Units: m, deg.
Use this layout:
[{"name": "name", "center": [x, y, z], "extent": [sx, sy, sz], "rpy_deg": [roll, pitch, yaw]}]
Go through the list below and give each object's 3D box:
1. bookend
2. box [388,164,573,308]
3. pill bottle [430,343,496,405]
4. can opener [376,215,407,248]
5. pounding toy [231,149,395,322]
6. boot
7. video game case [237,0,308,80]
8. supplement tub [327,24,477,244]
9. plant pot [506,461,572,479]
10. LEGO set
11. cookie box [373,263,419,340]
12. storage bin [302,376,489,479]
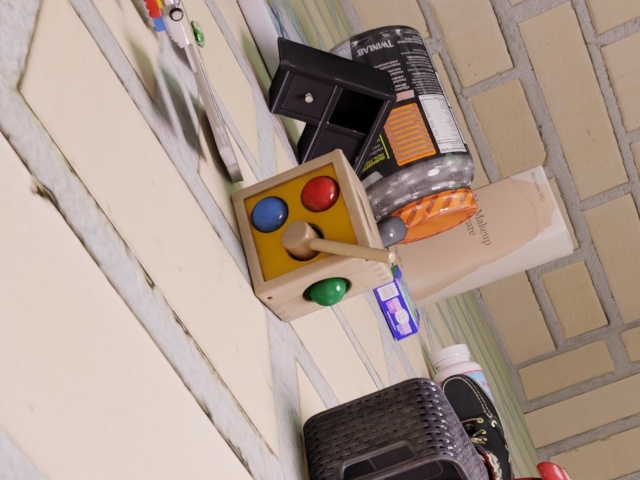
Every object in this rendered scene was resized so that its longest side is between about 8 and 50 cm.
[{"name": "bookend", "center": [-0.006, -0.158, 1.370], "extent": [0.157, 0.156, 0.072], "rpy_deg": [16, 33, -17]}, {"name": "box", "center": [0.286, -0.003, 1.944], "extent": [0.121, 0.311, 0.148], "rpy_deg": [49, 21, -61]}, {"name": "pill bottle", "center": [0.243, 0.261, 1.796], "extent": [0.087, 0.087, 0.160], "rpy_deg": [44, 26, -67]}, {"name": "can opener", "center": [0.045, -0.024, 1.336], "extent": [0.283, 0.095, 0.076], "rpy_deg": [21, 47, -77]}, {"name": "pounding toy", "center": [0.000, 0.000, 0.943], "extent": [0.100, 0.130, 0.141], "rpy_deg": [51, 19, -58]}, {"name": "boot", "center": [0.228, 0.297, 1.588], "extent": [0.178, 0.085, 0.236], "rpy_deg": [40, 29, -65]}, {"name": "video game case", "center": [-0.085, -0.365, 1.558], "extent": [0.300, 0.036, 0.329], "rpy_deg": [-68, 135, -76]}, {"name": "supplement tub", "center": [0.133, -0.177, 1.820], "extent": [0.207, 0.207, 0.338], "rpy_deg": [33, 37, -73]}, {"name": "plant pot", "center": [0.259, 0.378, 1.307], "extent": [0.191, 0.174, 0.191], "rpy_deg": [55, 7, -10]}, {"name": "LEGO set", "center": [-0.134, -0.177, 0.937], "extent": [0.182, 0.060, 0.244], "rpy_deg": [82, -11, -80]}, {"name": "cookie box", "center": [0.117, 0.093, 1.628], "extent": [0.107, 0.040, 0.091], "rpy_deg": [-64, 130, -78]}, {"name": "storage bin", "center": [0.073, 0.210, 0.899], "extent": [0.084, 0.122, 0.180], "rpy_deg": [-101, 165, -47]}]
